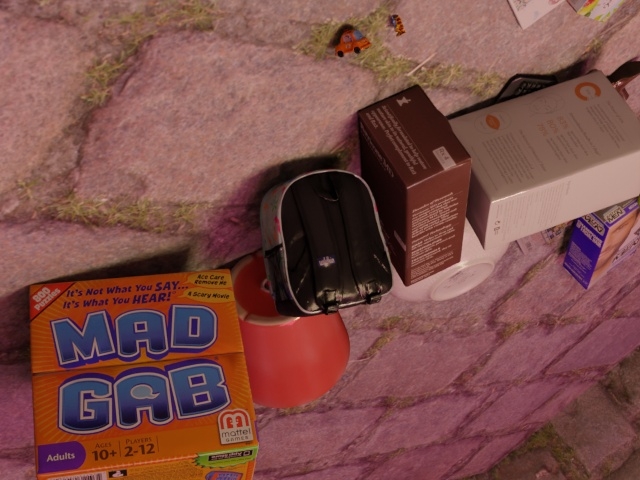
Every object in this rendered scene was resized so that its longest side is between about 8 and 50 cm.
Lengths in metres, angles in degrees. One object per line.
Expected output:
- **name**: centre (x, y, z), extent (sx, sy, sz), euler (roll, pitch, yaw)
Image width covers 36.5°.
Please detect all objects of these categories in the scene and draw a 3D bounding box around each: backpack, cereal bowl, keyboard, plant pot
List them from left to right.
- **plant pot**: centre (-0.082, 0.162, 1.971), extent (0.275, 0.275, 0.243), euler (-23, 141, -12)
- **backpack**: centre (0.000, 0.000, 1.779), extent (0.225, 0.253, 0.191), euler (-12, -177, -26)
- **cereal bowl**: centre (0.287, 0.036, 2.177), extent (0.339, 0.141, 0.339), euler (-21, 156, -10)
- **keyboard**: centre (0.389, -0.217, 2.009), extent (0.201, 0.033, 0.317), euler (-7, 145, -36)

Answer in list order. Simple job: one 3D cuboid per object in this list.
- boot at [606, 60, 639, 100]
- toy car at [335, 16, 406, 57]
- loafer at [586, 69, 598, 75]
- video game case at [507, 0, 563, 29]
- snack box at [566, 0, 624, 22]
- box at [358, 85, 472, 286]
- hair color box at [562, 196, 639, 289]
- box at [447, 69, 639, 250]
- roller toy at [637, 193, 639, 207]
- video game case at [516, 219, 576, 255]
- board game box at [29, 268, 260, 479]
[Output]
- **boot**: centre (0.648, -0.327, 2.062), extent (0.106, 0.037, 0.114), euler (-24, 150, 17)
- **toy car**: centre (0.075, -0.331, 1.553), extent (0.122, 0.060, 0.040), euler (-31, 112, -33)
- **loafer**: centre (0.547, -0.296, 2.016), extent (0.045, 0.039, 0.125), euler (-11, 146, -33)
- **video game case**: centre (0.384, -0.443, 1.654), extent (0.143, 0.019, 0.157), euler (-35, 151, 11)
- **snack box**: centre (0.521, -0.461, 1.732), extent (0.100, 0.037, 0.141), euler (0, 139, -45)
- **box**: centre (0.177, -0.091, 1.847), extent (0.143, 0.191, 0.381), euler (-24, 150, -11)
- **hair color box**: centre (0.757, -0.027, 2.543), extent (0.185, 0.110, 0.339), euler (-34, 152, -14)
- **box**: centre (0.435, -0.158, 1.896), extent (0.345, 0.215, 0.168), euler (-19, 147, -8)
- **roller toy**: centre (0.823, -0.194, 2.322), extent (0.209, 0.146, 0.191), euler (-36, 147, -8)
- **video game case**: centre (0.570, -0.051, 2.446), extent (0.183, 0.023, 0.201), euler (-34, 150, 7)
- **board game box**: centre (-0.326, 0.307, 1.768), extent (0.356, 0.356, 0.356), euler (-5, 145, -13)
